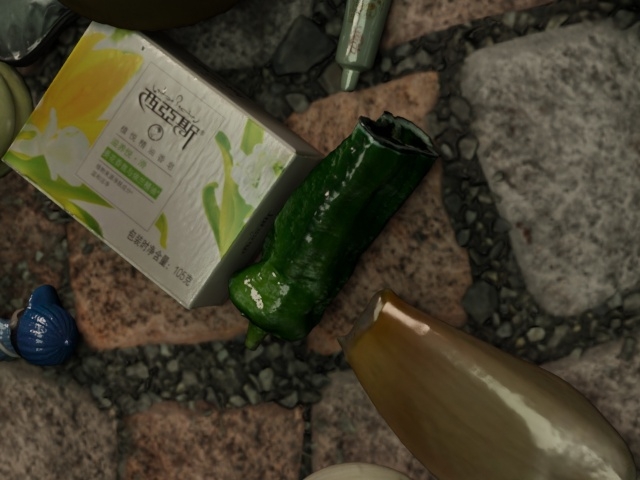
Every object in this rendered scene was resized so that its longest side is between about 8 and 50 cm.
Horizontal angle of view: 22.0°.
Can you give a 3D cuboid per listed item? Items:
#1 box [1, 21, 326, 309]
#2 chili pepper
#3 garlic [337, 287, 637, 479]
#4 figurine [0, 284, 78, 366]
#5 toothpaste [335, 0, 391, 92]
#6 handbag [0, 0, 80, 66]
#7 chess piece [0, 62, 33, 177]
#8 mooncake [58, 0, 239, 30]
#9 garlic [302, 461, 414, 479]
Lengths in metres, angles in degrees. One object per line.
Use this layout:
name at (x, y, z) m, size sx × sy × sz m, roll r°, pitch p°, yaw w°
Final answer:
box at (-0.158, -0.083, 1.660) m, size 0.260 × 0.111 × 0.194 m, roll 37°, pitch 100°, yaw 16°
chili pepper at (0.000, 0.000, 1.605) m, size 0.099 × 0.136 × 0.270 m, roll 38°, pitch 106°, yaw 0°
garlic at (0.154, 0.165, 1.565) m, size 0.318 × 0.112 × 0.143 m, roll 31°, pitch 122°, yaw 13°
figurine at (-0.321, 0.102, 1.734) m, size 0.136 × 0.079 × 0.077 m, roll -18°, pitch 127°, yaw 13°
toothpaste at (0.053, -0.260, 1.629) m, size 0.060 × 0.038 × 0.233 m, roll 14°, pitch 92°, yaw 13°
handbag at (-0.334, -0.344, 1.733) m, size 0.192 × 0.075 × 0.332 m, roll -37°, pitch 77°, yaw 11°
chess piece at (-0.410, -0.130, 1.662) m, size 0.144 × 0.251 × 0.144 m, roll 0°, pitch 92°, yaw 18°
mooncake at (-0.171, -0.357, 1.591) m, size 0.284 × 0.155 × 0.284 m, roll -2°, pitch 69°, yaw 5°
garlic at (0.066, 0.343, 1.561) m, size 0.203 × 0.185 × 0.281 m, roll -19°, pitch 85°, yaw 1°
